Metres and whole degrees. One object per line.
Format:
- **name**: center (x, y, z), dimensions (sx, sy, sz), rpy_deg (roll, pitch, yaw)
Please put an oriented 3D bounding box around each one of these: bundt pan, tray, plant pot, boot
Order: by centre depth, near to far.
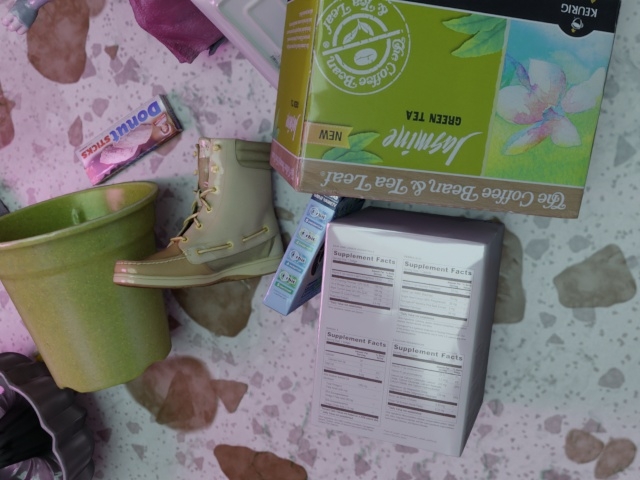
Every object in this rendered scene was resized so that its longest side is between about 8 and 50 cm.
- **tray**: center (-0.031, -0.261, 1.024), dimensions (0.145, 0.030, 0.270), rpy_deg (-32, 128, 21)
- **boot**: center (-0.168, -0.040, 1.090), dimensions (0.095, 0.262, 0.203), rpy_deg (4, 100, 55)
- **plant pot**: center (-0.339, 0.073, 1.166), dimensions (0.276, 0.276, 0.254), rpy_deg (-8, 108, 19)
- **bundt pan**: center (-0.508, 0.327, 1.301), dimensions (0.331, 0.124, 0.331), rpy_deg (7, 108, 23)

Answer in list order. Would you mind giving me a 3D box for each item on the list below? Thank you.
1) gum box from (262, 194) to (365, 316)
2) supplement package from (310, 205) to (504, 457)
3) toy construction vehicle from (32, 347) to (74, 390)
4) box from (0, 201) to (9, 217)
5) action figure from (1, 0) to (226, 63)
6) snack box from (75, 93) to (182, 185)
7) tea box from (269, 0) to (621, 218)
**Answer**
- **gum box**: center (0.000, 0.000, 1.076), dimensions (0.041, 0.157, 0.184), rpy_deg (28, 106, 12)
- **supplement package**: center (0.118, 0.104, 1.029), dimensions (0.198, 0.199, 0.262), rpy_deg (8, 101, 18)
- **toy construction vehicle**: center (-0.432, 0.204, 1.322), dimensions (0.098, 0.035, 0.086), rpy_deg (48, 118, 7)
- **box**: center (-0.647, -0.016, 1.344), dimensions (0.231, 0.056, 0.183), rpy_deg (-42, 85, 20)
- **action figure**: center (-0.242, -0.370, 0.990), dimensions (0.276, 0.370, 0.248), rpy_deg (-3, 71, 48)
- **snack box**: center (-0.299, -0.155, 1.224), dimensions (0.178, 0.022, 0.064), rpy_deg (-29, 87, 21)
- **tea box**: center (0.130, -0.210, 0.903), dimensions (0.329, 0.220, 0.323), rpy_deg (4, 103, -12)
